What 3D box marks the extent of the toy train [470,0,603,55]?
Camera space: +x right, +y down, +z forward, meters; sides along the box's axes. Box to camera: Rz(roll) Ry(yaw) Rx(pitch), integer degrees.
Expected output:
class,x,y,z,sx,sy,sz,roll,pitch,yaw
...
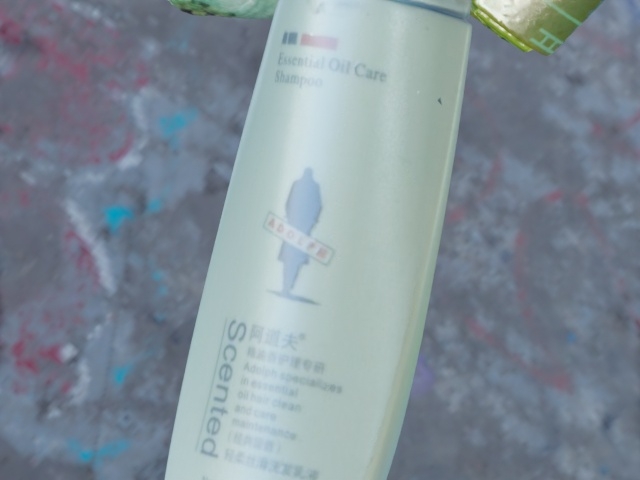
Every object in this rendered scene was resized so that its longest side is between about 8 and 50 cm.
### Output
class,x,y,z,sx,sy,sz,roll,pitch,yaw
toy train,0.145,-0.195,0.950,0.090,0.225,0.137,30,28,-28

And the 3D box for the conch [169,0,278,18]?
class,x,y,z,sx,sy,sz,roll,pitch,yaw
conch,-0.072,-0.304,1.853,0.176,0.122,0.188,44,50,-19

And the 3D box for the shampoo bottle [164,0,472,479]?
class,x,y,z,sx,sy,sz,roll,pitch,yaw
shampoo bottle,0.000,0.000,0.552,0.049,0.072,0.212,15,85,-63
